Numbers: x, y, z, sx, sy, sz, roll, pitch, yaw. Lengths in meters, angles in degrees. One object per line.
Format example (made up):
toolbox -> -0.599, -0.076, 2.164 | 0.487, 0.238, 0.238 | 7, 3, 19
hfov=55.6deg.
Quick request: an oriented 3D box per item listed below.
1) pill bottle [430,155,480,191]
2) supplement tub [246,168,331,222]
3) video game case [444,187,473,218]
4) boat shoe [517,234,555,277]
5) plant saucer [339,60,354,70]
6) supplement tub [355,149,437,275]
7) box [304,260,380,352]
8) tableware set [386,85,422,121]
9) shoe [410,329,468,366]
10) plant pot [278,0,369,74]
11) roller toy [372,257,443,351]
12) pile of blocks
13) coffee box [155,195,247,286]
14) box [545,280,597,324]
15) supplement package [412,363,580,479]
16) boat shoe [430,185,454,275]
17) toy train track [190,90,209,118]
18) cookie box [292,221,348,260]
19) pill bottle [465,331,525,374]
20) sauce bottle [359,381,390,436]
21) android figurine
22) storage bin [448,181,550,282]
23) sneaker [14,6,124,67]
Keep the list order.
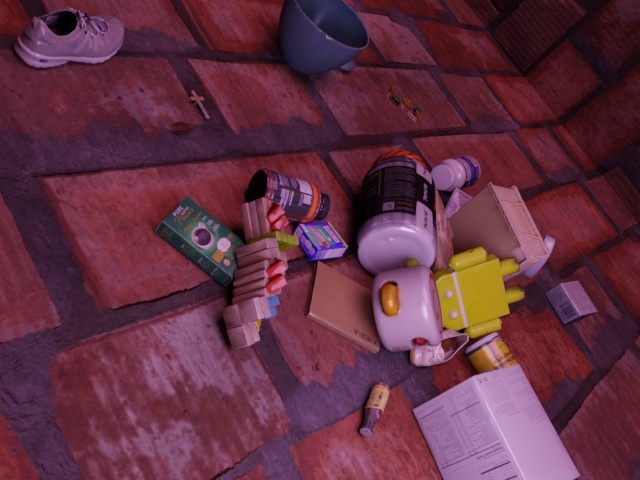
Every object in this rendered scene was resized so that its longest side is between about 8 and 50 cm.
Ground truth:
pill bottle -> 0.452, -0.224, 2.049 | 0.186, 0.112, 0.112 | -18, 70, -48
supplement tub -> -0.072, -0.101, 1.469 | 0.197, 0.106, 0.106 | 14, 49, -35
video game case -> 0.474, -0.077, 1.958 | 0.157, 0.019, 0.143 | 33, 62, -2
boat shoe -> 0.591, 0.043, 1.839 | 0.119, 0.335, 0.121 | 30, 76, 2
plant saucer -> 0.066, -0.632, 2.123 | 0.119, 0.021, 0.119 | 24, 44, -25
supplement tub -> 0.205, -0.077, 1.620 | 0.207, 0.207, 0.338 | 30, 42, -20
box -> 0.061, 0.155, 1.434 | 0.201, 0.021, 0.164 | 30, 41, -19
tableware set -> 0.314, -0.511, 2.243 | 0.154, 0.024, 0.104 | 39, 39, -8
shoe -> 0.296, 0.262, 1.507 | 0.219, 0.058, 0.077 | -10, 96, -49
plant pot -> -0.020, -0.641, 1.911 | 0.290, 0.195, 0.290 | 25, 43, -25
roller toy -> 0.197, 0.160, 1.412 | 0.209, 0.146, 0.191 | -58, 135, -66
pile of blocks -> -0.099, 0.060, 1.262 | 0.149, 0.112, 0.362 | 42, 40, -40
coffee box -> -0.243, 0.000, 1.276 | 0.184, 0.040, 0.113 | 39, 37, -10
box -> 0.857, 0.211, 2.072 | 0.137, 0.072, 0.126 | -2, 58, -43
supplement package -> 0.379, 0.443, 1.333 | 0.199, 0.198, 0.263 | 0, 57, -43
boat shoe -> 0.322, -0.019, 1.758 | 0.110, 0.121, 0.341 | 25, 53, -31
toy train track -> -0.307, -0.342, 1.537 | 0.048, 0.014, 0.083 | -20, 78, -57
cookie box -> 0.000, 0.000, 1.486 | 0.107, 0.040, 0.092 | -6, 49, -46
pill bottle -> 0.466, 0.340, 1.578 | 0.103, 0.103, 0.184 | -13, 66, -47
sauce bottle -> 0.114, 0.359, 1.289 | 0.042, 0.042, 0.128 | 40, 37, -7
android figurine -> 0.395, 0.140, 1.590 | 0.056, 0.272, 0.248 | -113, -173, -70
storage bin -> 0.482, 0.014, 1.749 | 0.123, 0.262, 0.260 | 9, 52, -36
sneaker -> -0.534, -0.462, 1.351 | 0.105, 0.115, 0.281 | 45, 38, -1
